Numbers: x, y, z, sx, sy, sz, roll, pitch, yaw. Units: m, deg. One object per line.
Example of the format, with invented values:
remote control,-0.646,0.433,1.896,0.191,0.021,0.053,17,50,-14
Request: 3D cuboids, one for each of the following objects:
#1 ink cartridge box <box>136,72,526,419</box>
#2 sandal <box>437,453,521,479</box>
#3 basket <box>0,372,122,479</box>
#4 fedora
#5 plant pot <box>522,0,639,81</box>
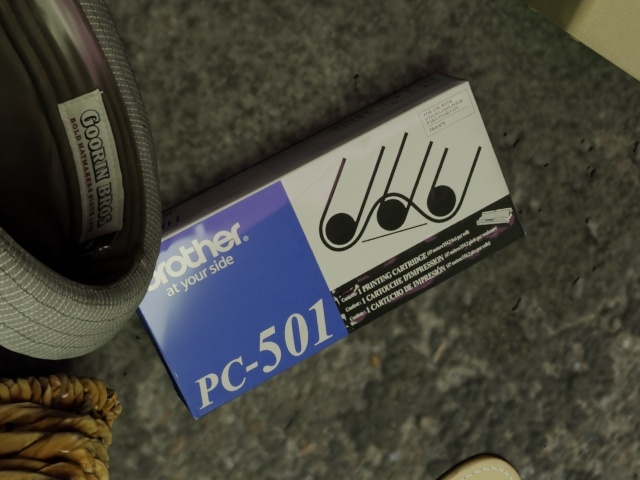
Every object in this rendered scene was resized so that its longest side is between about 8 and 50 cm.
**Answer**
ink cartridge box,0.000,0.000,0.656,0.207,0.046,0.097,-28,111,-11
sandal,0.056,0.242,0.723,0.088,0.079,0.240,43,87,-25
basket,-0.220,0.216,0.537,0.213,0.223,0.299,11,113,-11
fedora,-0.176,-0.069,0.503,0.124,0.243,0.275,-18,122,15
plant pot,0.172,-0.142,0.655,0.109,0.109,0.096,27,106,-25
